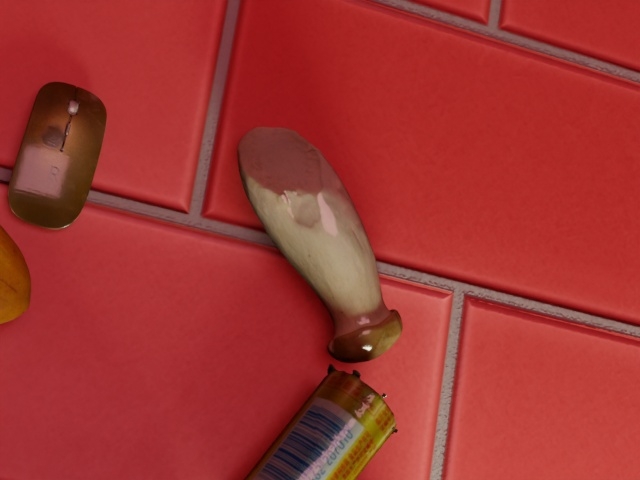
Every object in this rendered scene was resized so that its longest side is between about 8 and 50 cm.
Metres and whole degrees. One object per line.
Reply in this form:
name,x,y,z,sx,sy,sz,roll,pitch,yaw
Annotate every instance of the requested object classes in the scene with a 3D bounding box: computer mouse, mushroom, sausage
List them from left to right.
computer mouse,-0.340,-0.113,1.901,0.102,0.045,0.199,20,72,-18
sausage,-0.033,0.319,1.886,0.317,0.117,0.125,-50,128,-20
mushroom,0.000,0.000,1.968,0.128,0.128,0.350,-27,93,-24

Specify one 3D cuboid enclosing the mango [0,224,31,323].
mango,-0.472,0.020,1.773,0.257,0.138,0.187,44,49,-11
